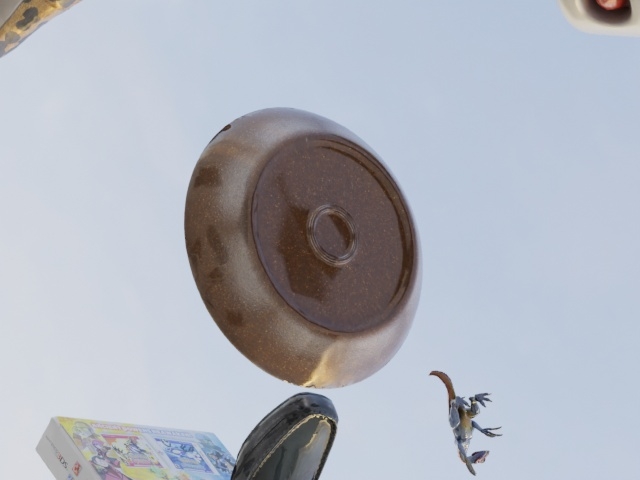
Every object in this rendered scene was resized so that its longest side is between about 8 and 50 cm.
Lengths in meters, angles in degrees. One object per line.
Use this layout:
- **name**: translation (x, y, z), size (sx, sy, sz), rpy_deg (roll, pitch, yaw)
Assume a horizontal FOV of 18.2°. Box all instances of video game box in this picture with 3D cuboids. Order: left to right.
- **video game box**: translation (-0.131, 0.238, 1.798), size (0.048, 0.205, 0.187), rpy_deg (-56, -131, 19)

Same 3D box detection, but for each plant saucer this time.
- **plant saucer**: translation (0.000, 0.000, 1.345), size (0.036, 0.198, 0.199), rpy_deg (-24, -93, 51)

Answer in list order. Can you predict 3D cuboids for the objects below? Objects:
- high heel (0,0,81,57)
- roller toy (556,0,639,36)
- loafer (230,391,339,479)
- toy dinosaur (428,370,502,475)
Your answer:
- **high heel**: translation (-0.219, -0.227, 1.676), size (0.093, 0.261, 0.186), rpy_deg (56, -28, 8)
- **roller toy**: translation (0.265, -0.249, 1.531), size (0.146, 0.191, 0.209), rpy_deg (6, -86, 22)
- **loafer**: translation (-0.045, 0.226, 1.640), size (0.223, 0.076, 0.078), rpy_deg (-60, -147, 18)
- **toy dinosaur**: translation (0.133, 0.167, 1.805), size (0.090, 0.047, 0.082), rpy_deg (53, -29, 28)
